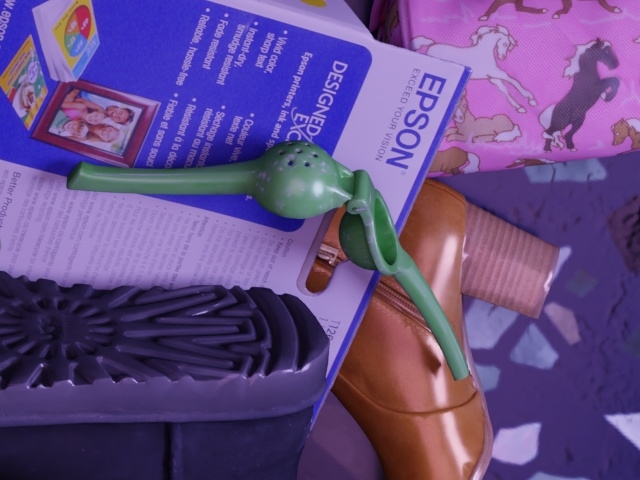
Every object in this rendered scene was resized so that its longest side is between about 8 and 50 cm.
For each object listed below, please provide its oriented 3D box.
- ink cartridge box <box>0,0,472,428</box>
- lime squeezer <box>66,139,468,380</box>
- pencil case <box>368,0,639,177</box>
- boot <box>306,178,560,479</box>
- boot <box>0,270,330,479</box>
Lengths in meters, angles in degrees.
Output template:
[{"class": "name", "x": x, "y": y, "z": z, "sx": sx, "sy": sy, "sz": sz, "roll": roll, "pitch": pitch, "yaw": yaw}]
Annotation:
[{"class": "ink cartridge box", "x": -0.101, "y": -0.039, "z": 1.247, "sx": 0.307, "sy": 0.072, "sz": 0.304, "roll": 14, "pitch": 118, "yaw": -18}, {"class": "lime squeezer", "x": 0.000, "y": 0.000, "z": 1.213, "sx": 0.310, "sy": 0.059, "sz": 0.110, "roll": 27, "pitch": 113, "yaw": -22}, {"class": "pencil case", "x": 0.228, "y": -0.148, "z": 1.301, "sx": 0.386, "sy": 0.160, "sz": 0.167, "roll": -8, "pitch": 102, "yaw": -2}, {"class": "boot", "x": 0.028, "y": 0.094, "z": 1.358, "sx": 0.211, "sy": 0.104, "sz": 0.295, "roll": 19, "pitch": 93, "yaw": 0}, {"class": "boot", "x": -0.192, "y": 0.247, "z": 1.274, "sx": 0.367, "sy": 0.146, "sz": 0.445, "roll": 4, "pitch": 119, "yaw": -5}]
